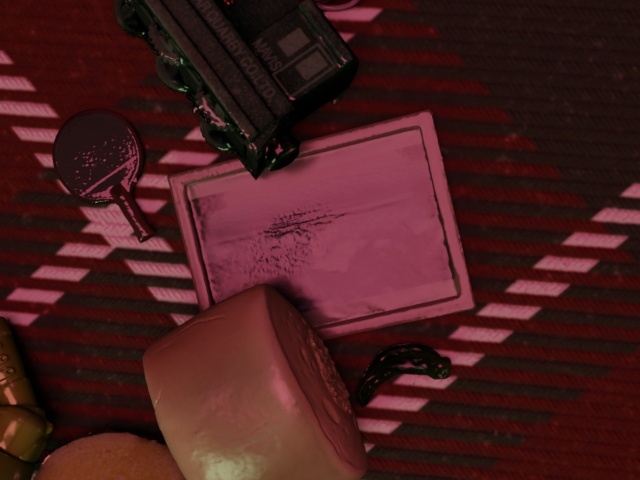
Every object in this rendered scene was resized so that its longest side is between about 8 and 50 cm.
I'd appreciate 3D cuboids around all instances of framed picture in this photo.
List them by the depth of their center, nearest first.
[{"bbox_3d":[0.000,0.000,0.966,0.314,0.024,0.232,-14,92,6],"label":"framed picture"}]

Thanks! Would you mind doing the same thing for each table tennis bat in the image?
[{"bbox_3d":[-0.251,-0.073,0.937,0.107,0.119,0.170,-33,88,6],"label":"table tennis bat"}]

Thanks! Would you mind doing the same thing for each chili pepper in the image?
[{"bbox_3d":[0.090,0.146,0.962,0.117,0.035,0.056,-19,75,2],"label":"chili pepper"}]

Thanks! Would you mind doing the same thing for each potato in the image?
[{"bbox_3d":[-0.233,0.302,0.975,0.200,0.081,0.164,-4,63,9],"label":"potato"}]

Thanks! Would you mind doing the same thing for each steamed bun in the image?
[{"bbox_3d":[-0.073,0.190,0.907,0.200,0.155,0.250,-28,98,10],"label":"steamed bun"}]

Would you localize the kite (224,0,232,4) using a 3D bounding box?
[{"bbox_3d":[-0.135,-0.318,0.857,0.159,0.010,0.190,-40,81,-21],"label":"kite"}]

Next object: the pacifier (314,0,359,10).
[{"bbox_3d":[0.013,-0.300,0.935,0.099,0.081,0.078,-5,58,26],"label":"pacifier"}]

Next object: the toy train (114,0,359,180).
[{"bbox_3d":[-0.104,-0.232,0.911,0.178,0.138,0.330,-35,85,-9],"label":"toy train"}]

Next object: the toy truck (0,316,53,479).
[{"bbox_3d":[-0.393,0.215,0.962,0.187,0.148,0.210,44,73,9],"label":"toy truck"}]
